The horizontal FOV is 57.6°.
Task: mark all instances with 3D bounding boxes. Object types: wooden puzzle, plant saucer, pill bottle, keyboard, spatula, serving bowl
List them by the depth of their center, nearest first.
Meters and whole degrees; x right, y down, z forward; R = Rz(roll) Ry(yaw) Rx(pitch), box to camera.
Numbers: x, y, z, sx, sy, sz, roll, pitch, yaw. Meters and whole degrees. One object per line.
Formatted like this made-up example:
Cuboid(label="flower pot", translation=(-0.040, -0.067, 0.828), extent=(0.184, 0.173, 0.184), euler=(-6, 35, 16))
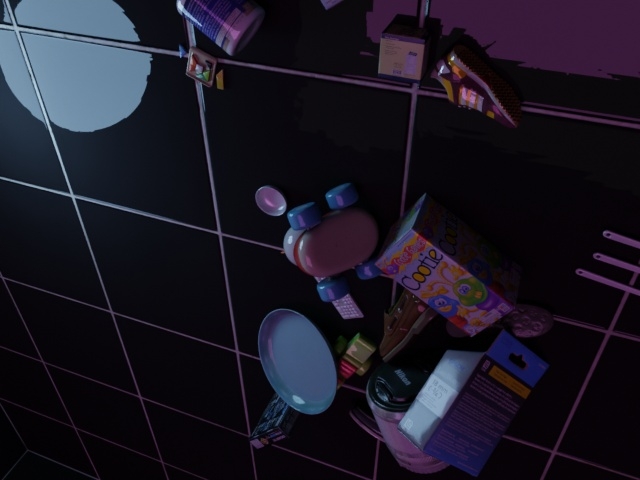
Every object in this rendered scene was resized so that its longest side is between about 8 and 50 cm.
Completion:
Cuboid(label="pill bottle", translation=(-0.211, -0.460, 1.125), extent=(0.186, 0.112, 0.112), euler=(38, 134, -7))
Cuboid(label="spatula", translation=(0.665, 0.061, 1.178), extent=(0.242, 0.019, 0.168), euler=(22, 139, 11))
Cuboid(label="wooden puzzle", translation=(-0.263, -0.382, 1.284), extent=(0.116, 0.014, 0.079), euler=(24, 133, 8))
Cuboid(label="serving bowl", translation=(-0.117, -0.102, 1.430), extent=(0.083, 0.027, 0.083), euler=(14, 132, 16))
Cuboid(label="keyboard", translation=(0.026, 0.113, 1.545), extent=(0.072, 0.014, 0.256), euler=(-17, 117, 36))
Cuboid(label="plant saucer", translation=(-0.060, 0.344, 1.683), extent=(0.317, 0.043, 0.318), euler=(16, 114, 39))

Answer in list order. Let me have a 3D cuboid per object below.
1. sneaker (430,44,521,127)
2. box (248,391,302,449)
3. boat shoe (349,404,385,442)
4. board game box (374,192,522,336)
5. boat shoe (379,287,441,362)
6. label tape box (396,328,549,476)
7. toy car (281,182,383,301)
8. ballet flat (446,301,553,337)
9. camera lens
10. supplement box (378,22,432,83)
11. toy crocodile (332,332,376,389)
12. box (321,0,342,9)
Cuboid(label="sneaker", translation=(0.287, -0.268, 1.069), extent=(0.185, 0.069, 0.084), euler=(46, 141, -5))
Cuboid(label="box", translation=(-0.116, 0.535, 1.823), extent=(0.051, 0.220, 0.175), euler=(45, 132, -10))
Cuboid(label="boat shoe", translation=(0.243, 0.579, 1.786), extent=(0.319, 0.116, 0.099), euler=(28, 91, 13))
Cuboid(label="board game box", translation=(0.282, 0.054, 1.276), extent=(0.275, 0.144, 0.142), euler=(36, 133, -6))
Cuboid(label="boat shoe", translation=(0.216, 0.203, 1.474), extent=(0.104, 0.110, 0.307), euler=(50, 141, 18))
Cuboid(label="label tape box", translation=(0.373, 0.376, 1.410), extent=(0.240, 0.334, 0.106), euler=(36, 177, -35))
Cuboid(label="toy car", translation=(0.000, 0.000, 1.385), extent=(0.238, 0.210, 0.219), euler=(5, 120, 61))
Cuboid(label="ballet flat", translation=(0.424, 0.194, 1.387), extent=(0.249, 0.058, 0.084), euler=(-12, 84, 28))
Cuboid(label="camera lens", translation=(0.258, 0.461, 1.572), extent=(0.219, 0.219, 0.274), euler=(-4, 125, 29))
Cuboid(label="supplement box", translation=(0.155, -0.345, 1.072), extent=(0.083, 0.056, 0.083), euler=(15, 132, 16))
Cuboid(label="toy crocodile", translation=(0.048, 0.371, 1.683), extent=(0.115, 0.105, 0.340), euler=(38, 133, -6))
Cuboid(label="box", translation=(0.023, -0.482, 0.978), extent=(0.072, 0.126, 0.137), euler=(-18, 116, 38))
